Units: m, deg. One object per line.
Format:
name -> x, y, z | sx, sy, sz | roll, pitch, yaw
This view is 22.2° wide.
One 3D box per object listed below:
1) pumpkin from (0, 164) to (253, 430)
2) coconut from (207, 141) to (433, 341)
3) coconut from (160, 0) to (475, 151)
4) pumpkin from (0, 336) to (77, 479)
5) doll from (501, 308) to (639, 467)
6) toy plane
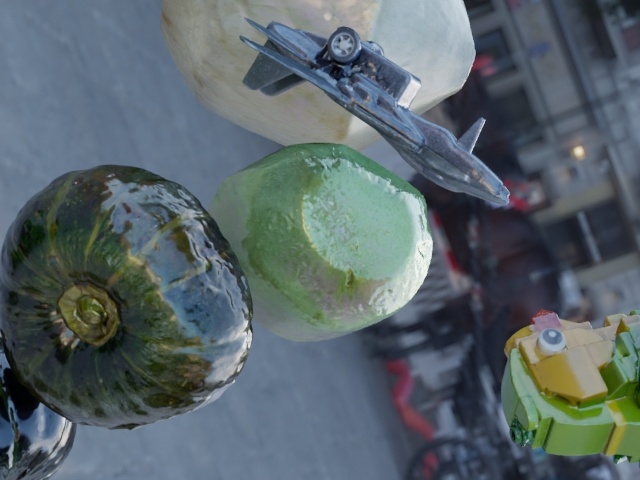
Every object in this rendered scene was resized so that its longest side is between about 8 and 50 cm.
pumpkin -> -0.182, 0.049, 1.551 | 0.189, 0.260, 0.260 | -34, 104, -61
coconut -> 0.000, 0.000, 1.669 | 0.236, 0.235, 0.205 | -21, 94, -82
coconut -> 0.004, -0.289, 2.137 | 0.415, 0.415, 0.345 | 48, 60, -69
pumpkin -> -0.358, 0.196, 1.687 | 0.162, 0.220, 0.220 | 64, 5, 25
doll -> 0.213, 0.106, 1.091 | 0.106, 0.186, 0.134 | 96, 6, -52
toy plane -> 0.061, -0.119, 1.428 | 0.267, 0.088, 0.212 | 28, 7, 19
